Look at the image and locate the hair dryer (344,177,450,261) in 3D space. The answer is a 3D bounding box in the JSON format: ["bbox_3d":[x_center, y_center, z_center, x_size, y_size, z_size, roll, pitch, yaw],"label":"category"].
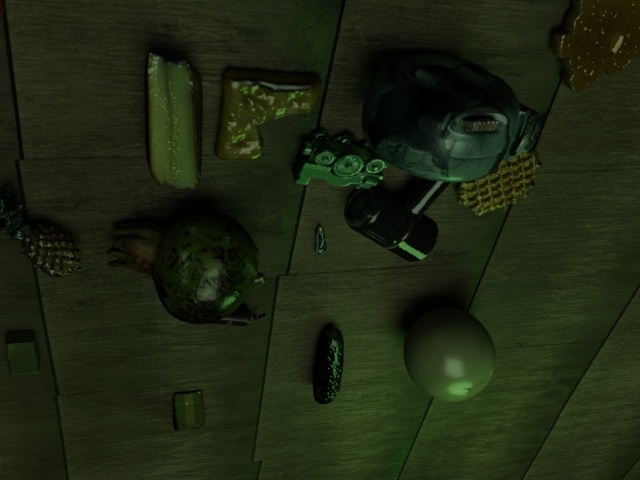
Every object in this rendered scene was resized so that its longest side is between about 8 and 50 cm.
[{"bbox_3d":[0.216,-0.130,1.381,0.189,0.107,0.352,27,110,-33],"label":"hair dryer"}]

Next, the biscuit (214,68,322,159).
[{"bbox_3d":[-0.098,-0.215,1.224,0.174,0.039,0.183,1,131,-22],"label":"biscuit"}]

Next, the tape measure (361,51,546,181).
[{"bbox_3d":[0.208,-0.219,1.175,0.275,0.256,0.147,-22,139,-36],"label":"tape measure"}]

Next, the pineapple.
[{"bbox_3d":[-0.508,-0.004,1.239,0.083,0.103,0.221,-54,133,-15],"label":"pineapple"}]

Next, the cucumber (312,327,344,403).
[{"bbox_3d":[0.020,0.307,1.711,0.075,0.074,0.241,-6,132,-13],"label":"cucumber"}]

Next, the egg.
[{"bbox_3d":[0.311,0.276,1.679,0.219,0.219,0.269,-27,151,7],"label":"egg"}]

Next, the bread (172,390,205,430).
[{"bbox_3d":[-0.333,0.431,1.747,0.074,0.084,0.139,-5,163,-15],"label":"bread"}]

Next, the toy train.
[{"bbox_3d":[0.040,-0.144,1.313,0.178,0.071,0.104,7,136,-23],"label":"toy train"}]

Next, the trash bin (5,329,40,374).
[{"bbox_3d":[-0.622,0.232,1.452,0.061,0.043,0.092,-2,128,-17],"label":"trash bin"}]

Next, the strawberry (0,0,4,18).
[{"bbox_3d":[-0.483,-0.324,0.968,0.073,0.083,0.073,-1,141,0],"label":"strawberry"}]

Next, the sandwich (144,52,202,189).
[{"bbox_3d":[-0.242,-0.205,1.147,0.094,0.096,0.258,1,132,-10],"label":"sandwich"}]

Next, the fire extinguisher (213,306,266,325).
[{"bbox_3d":[-0.208,0.166,1.532,0.157,0.045,0.078,7,156,-25],"label":"fire extinguisher"}]

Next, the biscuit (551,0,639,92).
[{"bbox_3d":[0.538,-0.385,1.281,0.239,0.041,0.212,-13,128,-7],"label":"biscuit"}]

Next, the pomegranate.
[{"bbox_3d":[-0.248,0.032,1.319,0.204,0.277,0.222,-31,145,-50],"label":"pomegranate"}]

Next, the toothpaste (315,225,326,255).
[{"bbox_3d":[0.000,0.000,1.464,0.027,0.019,0.083,-25,140,-19],"label":"toothpaste"}]

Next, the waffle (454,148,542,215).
[{"bbox_3d":[0.371,-0.131,1.455,0.191,0.038,0.191,-10,133,-10],"label":"waffle"}]
